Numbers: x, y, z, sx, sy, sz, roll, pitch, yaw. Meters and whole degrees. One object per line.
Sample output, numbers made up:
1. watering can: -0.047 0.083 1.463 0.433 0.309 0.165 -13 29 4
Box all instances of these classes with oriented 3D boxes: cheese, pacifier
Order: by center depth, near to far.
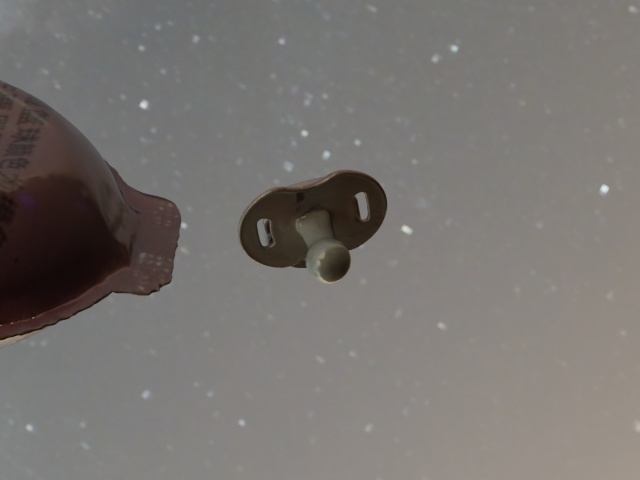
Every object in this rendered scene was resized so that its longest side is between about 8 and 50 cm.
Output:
1. cheese: -0.196 -0.021 0.529 0.286 0.189 0.074 8 -60 -8
2. pacifier: 0.000 0.000 0.875 0.099 0.078 0.081 -17 -47 -6
